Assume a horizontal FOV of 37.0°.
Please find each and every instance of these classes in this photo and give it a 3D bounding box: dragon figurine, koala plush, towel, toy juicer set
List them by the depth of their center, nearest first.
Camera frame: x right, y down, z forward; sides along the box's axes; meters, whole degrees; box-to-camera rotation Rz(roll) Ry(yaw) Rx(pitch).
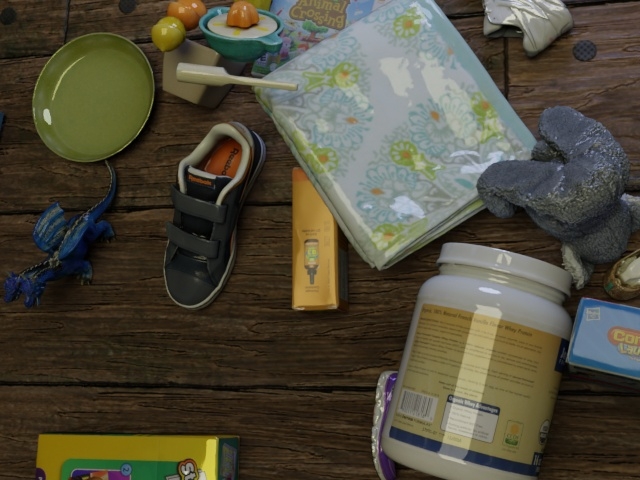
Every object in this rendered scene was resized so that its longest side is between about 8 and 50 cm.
[{"bbox_3d":[0.379,-0.044,1.382,0.196,0.221,0.203,-43,33,-7],"label":"koala plush"},{"bbox_3d":[0.121,-0.176,1.486,0.320,0.090,0.375,-31,76,-9],"label":"towel"},{"bbox_3d":[-0.160,-0.331,1.504,0.209,0.090,0.329,-4,35,-10],"label":"toy juicer set"},{"bbox_3d":[-0.425,-0.007,1.620,0.085,0.144,0.289,28,88,18],"label":"dragon figurine"}]

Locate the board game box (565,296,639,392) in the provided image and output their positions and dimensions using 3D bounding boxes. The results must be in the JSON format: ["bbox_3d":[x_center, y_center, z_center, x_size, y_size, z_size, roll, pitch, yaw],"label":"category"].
[{"bbox_3d":[0.486,0.166,1.253,0.308,0.302,0.086,12,82,17],"label":"board game box"}]

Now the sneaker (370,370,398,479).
[{"bbox_3d":[0.114,0.284,1.458,0.071,0.068,0.170,4,80,10],"label":"sneaker"}]

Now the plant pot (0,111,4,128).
[{"bbox_3d":[-0.699,-0.135,1.719,0.165,0.165,0.234,7,89,16],"label":"plant pot"}]

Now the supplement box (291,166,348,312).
[{"bbox_3d":[0.000,0.000,1.538,0.078,0.080,0.234,-3,77,15],"label":"supplement box"}]

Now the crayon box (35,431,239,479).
[{"bbox_3d":[-0.294,0.488,1.509,0.313,0.106,0.363,-1,79,14],"label":"crayon box"}]

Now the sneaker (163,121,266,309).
[{"bbox_3d":[-0.193,-0.046,1.576,0.126,0.127,0.321,16,85,16],"label":"sneaker"}]

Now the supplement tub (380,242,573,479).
[{"bbox_3d":[0.228,0.179,1.360,0.228,0.228,0.316,14,84,17],"label":"supplement tub"}]

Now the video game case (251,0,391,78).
[{"bbox_3d":[0.005,-0.352,1.632,0.212,0.023,0.193,14,83,18],"label":"video game case"}]

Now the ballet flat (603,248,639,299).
[{"bbox_3d":[0.510,0.023,1.397,0.206,0.067,0.073,-35,72,6],"label":"ballet flat"}]

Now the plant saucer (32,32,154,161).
[{"bbox_3d":[-0.402,-0.253,1.719,0.240,0.037,0.241,-3,79,14],"label":"plant saucer"}]

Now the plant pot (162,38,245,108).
[{"bbox_3d":[-0.210,-0.286,1.641,0.109,0.109,0.096,25,99,18],"label":"plant pot"}]

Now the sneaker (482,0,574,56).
[{"bbox_3d":[0.287,-0.386,1.530,0.115,0.090,0.232,-45,71,7],"label":"sneaker"}]
